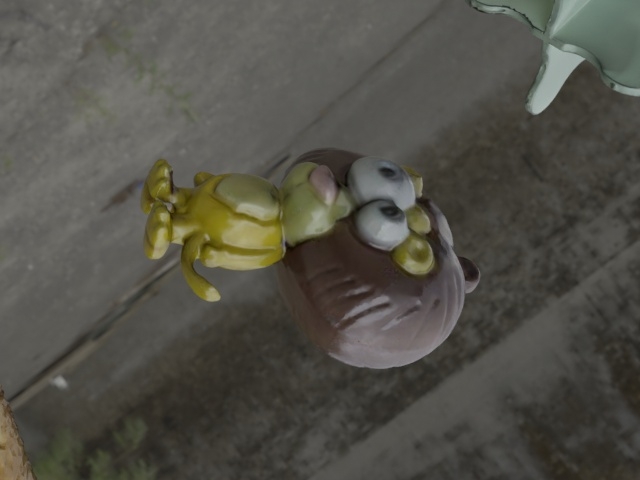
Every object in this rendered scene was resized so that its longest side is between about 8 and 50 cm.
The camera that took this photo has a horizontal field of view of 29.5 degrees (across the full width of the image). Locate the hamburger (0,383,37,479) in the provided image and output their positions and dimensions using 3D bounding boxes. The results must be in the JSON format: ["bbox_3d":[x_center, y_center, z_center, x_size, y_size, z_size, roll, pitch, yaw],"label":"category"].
[{"bbox_3d":[-0.276,0.162,0.591,0.174,0.284,0.304,-1,-157,22],"label":"hamburger"}]

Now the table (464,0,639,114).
[{"bbox_3d":[0.213,-0.191,0.862,0.198,0.166,0.166,-43,180,-27],"label":"table"}]

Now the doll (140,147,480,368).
[{"bbox_3d":[0.001,0.006,0.658,0.188,0.145,0.096,-3,134,-38],"label":"doll"}]
